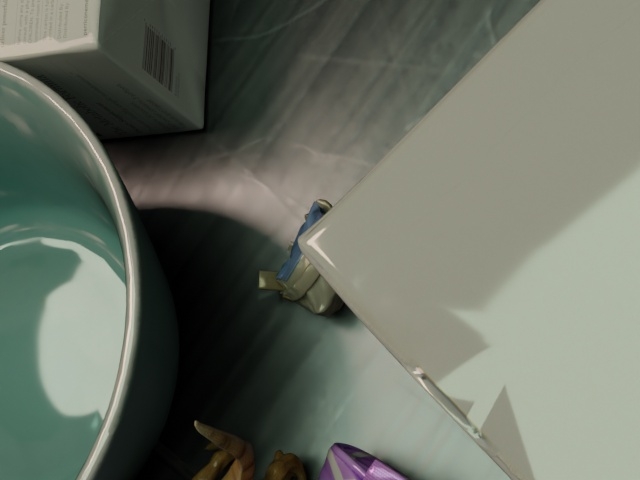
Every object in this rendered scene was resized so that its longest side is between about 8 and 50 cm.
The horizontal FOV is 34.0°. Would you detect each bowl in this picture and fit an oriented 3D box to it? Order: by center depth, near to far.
[{"bbox_3d":[-0.206,0.064,0.610,0.312,0.163,0.311,-5,75,19],"label":"bowl"}]

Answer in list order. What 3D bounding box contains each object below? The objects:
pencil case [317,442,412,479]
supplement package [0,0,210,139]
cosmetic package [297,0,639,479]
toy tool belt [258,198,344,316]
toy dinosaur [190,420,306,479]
[{"bbox_3d":[-0.010,0.207,0.546,0.086,0.088,0.206,28,86,25],"label":"pencil case"},{"bbox_3d":[-0.210,-0.143,0.677,0.244,0.139,0.133,-4,74,20],"label":"supplement package"},{"bbox_3d":[0.206,-0.044,0.500,0.385,0.156,0.217,-44,67,5],"label":"cosmetic package"},{"bbox_3d":[0.000,0.000,0.615,0.051,0.052,0.083,25,85,15],"label":"toy tool belt"},{"bbox_3d":[-0.052,0.144,0.558,0.064,0.112,0.211,34,126,6],"label":"toy dinosaur"}]
